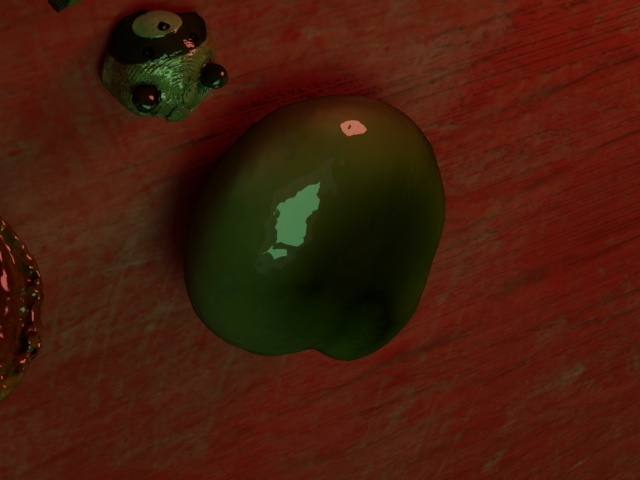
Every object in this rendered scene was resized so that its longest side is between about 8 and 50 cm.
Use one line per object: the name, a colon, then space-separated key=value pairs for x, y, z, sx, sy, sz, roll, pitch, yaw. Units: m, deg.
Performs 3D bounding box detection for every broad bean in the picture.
broad bean: x=0.000 y=0.001 z=1.079 sx=0.238 sy=0.119 sz=0.291 roll=-34 pitch=145 yaw=-6

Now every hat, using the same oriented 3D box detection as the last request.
hat: x=-0.105 y=-0.116 z=0.903 sx=0.077 sy=0.059 sz=0.076 roll=-9 pitch=141 yaw=-43

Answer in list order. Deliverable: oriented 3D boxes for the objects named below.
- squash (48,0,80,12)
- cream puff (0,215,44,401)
squash: x=-0.068 y=-0.238 z=0.731 sx=0.247 sy=0.132 sz=0.132 roll=-29 pitch=145 yaw=-12
cream puff: x=-0.300 y=0.055 z=0.856 sx=0.169 sy=0.183 sz=0.183 roll=-29 pitch=155 yaw=34
